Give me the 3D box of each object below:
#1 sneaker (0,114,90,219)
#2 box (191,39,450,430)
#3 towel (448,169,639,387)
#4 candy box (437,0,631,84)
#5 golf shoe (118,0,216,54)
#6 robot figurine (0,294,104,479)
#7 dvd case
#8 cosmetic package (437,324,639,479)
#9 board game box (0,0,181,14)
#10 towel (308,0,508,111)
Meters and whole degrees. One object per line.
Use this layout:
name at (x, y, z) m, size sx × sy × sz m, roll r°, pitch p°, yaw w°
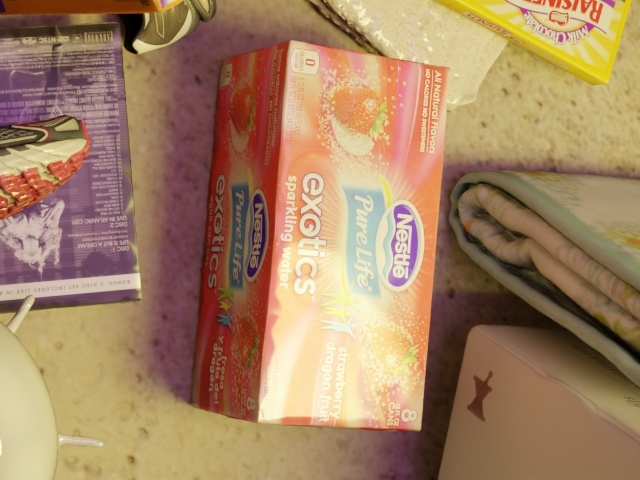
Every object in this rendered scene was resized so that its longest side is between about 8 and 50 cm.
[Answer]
sneaker at (-0.315, -0.065, 1.112) m, size 0.299 × 0.121 × 0.112 m, roll -6°, pitch 78°, yaw -18°
box at (0.000, 0.000, 1.260) m, size 0.154 × 0.142 × 0.300 m, roll 7°, pitch 87°, yaw -26°
towel at (0.325, 0.038, 1.302) m, size 0.321 × 0.374 × 0.090 m, roll 5°, pitch 111°, yaw -27°
candy box at (0.190, -0.225, 1.368) m, size 0.206 × 0.027 × 0.105 m, roll 22°, pitch 82°, yaw -30°
golf shoe at (-0.166, -0.239, 1.220) m, size 0.094 × 0.077 × 0.198 m, roll -40°, pitch 105°, yaw -20°
robot figurine at (-0.334, 0.160, 1.068) m, size 0.353 × 0.200 × 0.300 m, roll -24°, pitch 93°, yaw -24°
dvd case at (-0.229, -0.055, 1.200) m, size 0.165 × 0.018 × 0.221 m, roll -5°, pitch 93°, yaw -13°
cosmetic package at (0.332, 0.276, 1.279) m, size 0.394 × 0.329 × 0.327 m, roll 4°, pitch 105°, yaw -25°
board game box at (-0.121, -0.387, 0.983) m, size 0.356 × 0.356 × 0.356 m, roll -38°, pitch 113°, yaw -19°
towel at (0.066, -0.259, 1.345) m, size 0.282 × 0.049 × 0.187 m, roll 38°, pitch 74°, yaw -20°
